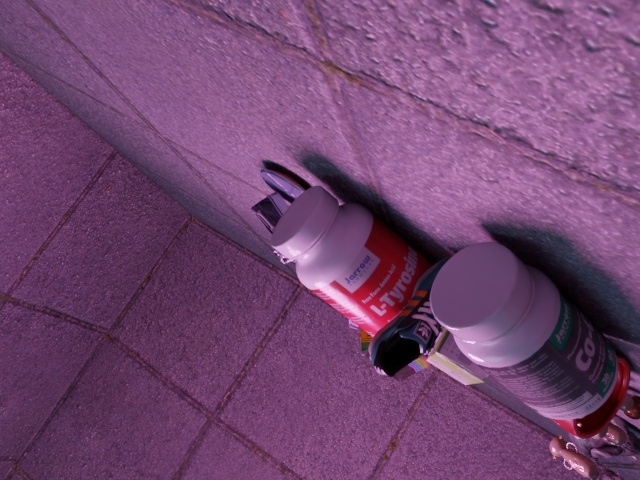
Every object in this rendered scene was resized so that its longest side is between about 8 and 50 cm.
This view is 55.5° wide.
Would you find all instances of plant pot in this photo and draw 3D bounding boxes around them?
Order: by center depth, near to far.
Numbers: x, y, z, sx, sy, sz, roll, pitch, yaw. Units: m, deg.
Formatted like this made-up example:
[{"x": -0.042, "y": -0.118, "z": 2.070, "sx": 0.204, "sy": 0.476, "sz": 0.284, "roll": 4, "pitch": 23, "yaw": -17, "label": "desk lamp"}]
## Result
[{"x": 0.532, "y": 0.300, "z": 1.308, "sx": 0.191, "sy": 0.191, "sz": 0.174, "roll": 40, "pitch": 171, "yaw": -38, "label": "plant pot"}]

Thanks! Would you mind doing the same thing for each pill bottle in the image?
[{"x": 0.373, "y": 0.169, "z": 1.115, "sx": 0.361, "sy": 0.204, "sz": 0.204, "roll": 38, "pitch": 170, "yaw": -31, "label": "pill bottle"}, {"x": 0.094, "y": 0.062, "z": 1.412, "sx": 0.408, "sy": 0.229, "sz": 0.229, "roll": 38, "pitch": 170, "yaw": -21, "label": "pill bottle"}]

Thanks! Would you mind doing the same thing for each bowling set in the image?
[{"x": 0.680, "y": 0.421, "z": 1.506, "sx": 0.200, "sy": 0.287, "sz": 0.154, "roll": 0, "pitch": -164, "yaw": -29, "label": "bowling set"}]

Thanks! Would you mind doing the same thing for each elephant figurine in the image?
[{"x": 0.902, "y": 0.609, "z": 1.877, "sx": 0.239, "sy": 0.186, "sz": 0.169, "roll": -18, "pitch": 86, "yaw": 65, "label": "elephant figurine"}]

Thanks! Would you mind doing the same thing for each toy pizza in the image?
[{"x": -0.071, "y": -0.132, "z": 1.597, "sx": 0.201, "sy": 0.032, "sz": 0.201, "roll": 33, "pitch": 170, "yaw": 7, "label": "toy pizza"}]

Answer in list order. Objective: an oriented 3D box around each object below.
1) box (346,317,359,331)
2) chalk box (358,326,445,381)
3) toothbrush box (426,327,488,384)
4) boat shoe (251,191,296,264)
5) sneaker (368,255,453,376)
[{"x": 0.212, "y": 0.223, "z": 1.915, "sx": 0.261, "sy": 0.103, "sz": 0.184, "roll": 15, "pitch": 134, "yaw": 27, "label": "box"}, {"x": 0.266, "y": 0.217, "z": 1.654, "sx": 0.180, "sy": 0.289, "sz": 0.179, "roll": 41, "pitch": -154, "yaw": -31, "label": "chalk box"}, {"x": 0.353, "y": 0.212, "z": 1.400, "sx": 0.122, "sy": 0.206, "sz": 0.283, "roll": 31, "pitch": 171, "yaw": 14, "label": "toothbrush box"}, {"x": -0.081, "y": 0.017, "z": 1.641, "sx": 0.301, "sy": 0.102, "sz": 0.108, "roll": 58, "pitch": 169, "yaw": -1, "label": "boat shoe"}, {"x": 0.222, "y": 0.168, "z": 1.280, "sx": 0.108, "sy": 0.302, "sz": 0.121, "roll": 37, "pitch": -172, "yaw": -10, "label": "sneaker"}]
